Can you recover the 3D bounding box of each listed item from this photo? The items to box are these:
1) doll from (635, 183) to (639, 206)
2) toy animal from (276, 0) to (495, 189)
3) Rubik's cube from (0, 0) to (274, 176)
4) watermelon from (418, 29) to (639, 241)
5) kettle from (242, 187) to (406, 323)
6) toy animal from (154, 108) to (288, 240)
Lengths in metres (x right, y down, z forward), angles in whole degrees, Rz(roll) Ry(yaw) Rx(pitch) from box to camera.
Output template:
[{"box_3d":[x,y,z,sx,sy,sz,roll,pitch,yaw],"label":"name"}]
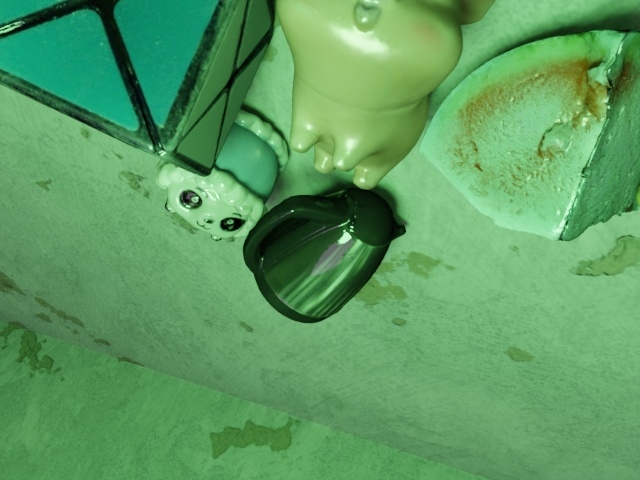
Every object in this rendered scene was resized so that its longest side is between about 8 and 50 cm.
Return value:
[{"box_3d":[0.524,-0.067,0.615,0.260,0.162,0.177,16,146,7],"label":"doll"},{"box_3d":[0.062,-0.211,0.663,0.236,0.270,0.326,20,177,8],"label":"toy animal"},{"box_3d":[-0.222,-0.250,0.662,0.259,0.260,0.255,23,180,-3],"label":"Rubik's cube"},{"box_3d":[0.259,-0.105,0.670,0.289,0.214,0.320,5,154,21],"label":"watermelon"},{"box_3d":[0.010,-0.005,0.981,0.250,0.207,0.271,37,134,-13],"label":"kettle"},{"box_3d":[-0.156,-0.112,0.925,0.208,0.204,0.156,36,148,-30],"label":"toy animal"}]
